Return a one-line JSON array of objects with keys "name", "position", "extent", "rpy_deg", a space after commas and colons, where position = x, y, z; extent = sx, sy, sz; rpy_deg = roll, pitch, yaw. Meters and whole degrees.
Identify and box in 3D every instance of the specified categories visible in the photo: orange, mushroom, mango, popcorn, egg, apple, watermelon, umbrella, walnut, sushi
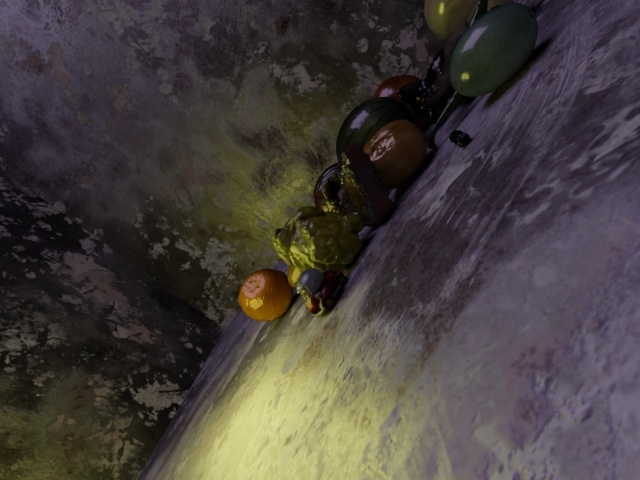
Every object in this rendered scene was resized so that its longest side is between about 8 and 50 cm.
[{"name": "orange", "position": [-0.212, 0.215, 1.594], "extent": [0.219, 0.193, 0.219], "rpy_deg": [-11, 39, 9]}, {"name": "mushroom", "position": [0.523, -0.863, 1.432], "extent": [0.315, 0.356, 0.315], "rpy_deg": [-25, 56, 43]}, {"name": "mango", "position": [-0.035, 0.061, 1.526], "extent": [0.262, 0.130, 0.167], "rpy_deg": [-56, 11, 16]}, {"name": "popcorn", "position": [0.000, 0.000, 1.227], "extent": [0.242, 0.235, 0.250], "rpy_deg": [-36, 12, -27]}, {"name": "egg", "position": [0.433, -0.477, 1.025], "extent": [0.236, 0.169, 0.169], "rpy_deg": [-46, 9, 27]}, {"name": "apple", "position": [0.343, -0.558, 1.657], "extent": [0.253, 0.253, 0.253], "rpy_deg": [-51, 7, 9]}, {"name": "watermelon", "position": [0.202, -0.370, 1.545], "extent": [0.359, 0.279, 0.279], "rpy_deg": [-55, 3, 40]}, {"name": "umbrella", "position": [0.355, -0.263, 1.032], "extent": [0.036, 0.031, 0.133], "rpy_deg": [-22, 15, 15]}, {"name": "walnut", "position": [0.227, -0.266, 1.263], "extent": [0.226, 0.193, 0.193], "rpy_deg": [-42, 12, 43]}, {"name": "sushi", "position": [0.120, -0.158, 1.222], "extent": [0.107, 0.241, 0.161], "rpy_deg": [-33, 3, -26]}]

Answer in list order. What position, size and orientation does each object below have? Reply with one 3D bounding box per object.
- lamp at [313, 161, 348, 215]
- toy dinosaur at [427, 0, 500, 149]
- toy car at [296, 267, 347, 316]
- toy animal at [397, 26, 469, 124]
[{"name": "lamp", "position": [0.090, -0.165, 1.433], "extent": [0.247, 0.247, 0.247], "rpy_deg": [-51, 7, 9]}, {"name": "toy dinosaur", "position": [0.393, -0.513, 1.142], "extent": [0.301, 0.447, 0.087], "rpy_deg": [-23, 28, -1]}, {"name": "toy car", "position": [-0.007, 0.122, 1.089], "extent": [0.139, 0.112, 0.112], "rpy_deg": [-56, 8, -26]}, {"name": "toy animal", "position": [0.398, -0.517, 1.370], "extent": [0.302, 0.194, 0.344], "rpy_deg": [-48, 1, -11]}]
